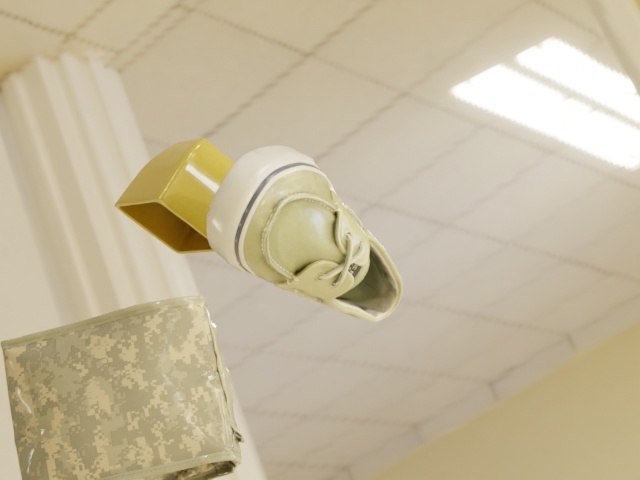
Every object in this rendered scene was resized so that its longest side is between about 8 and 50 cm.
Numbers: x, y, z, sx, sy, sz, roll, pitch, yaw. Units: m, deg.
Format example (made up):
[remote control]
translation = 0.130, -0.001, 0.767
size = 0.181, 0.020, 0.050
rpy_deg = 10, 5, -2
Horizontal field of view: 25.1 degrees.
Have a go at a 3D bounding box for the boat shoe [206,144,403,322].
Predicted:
[boat shoe]
translation = 0.000, 0.000, 1.216
size = 0.109, 0.094, 0.302
rpy_deg = -59, 158, 0

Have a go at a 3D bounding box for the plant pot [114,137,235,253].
[plant pot]
translation = -0.119, -0.045, 1.301
size = 0.081, 0.083, 0.081
rpy_deg = 38, 156, -29

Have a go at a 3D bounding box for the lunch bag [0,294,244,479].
[lunch bag]
translation = -0.251, 0.219, 1.898
size = 0.287, 0.235, 0.169
rpy_deg = -15, 160, 4
